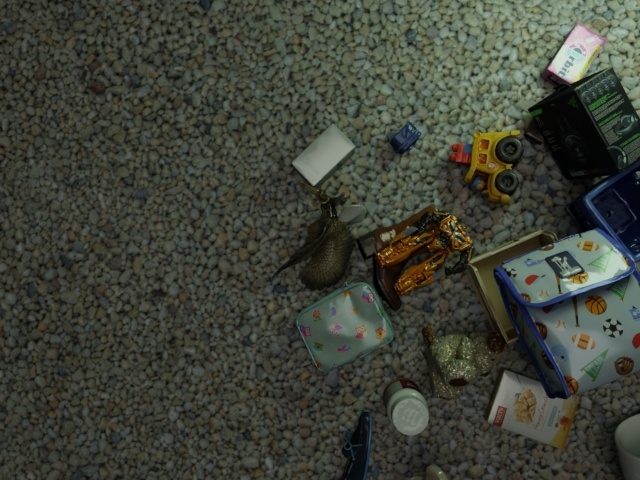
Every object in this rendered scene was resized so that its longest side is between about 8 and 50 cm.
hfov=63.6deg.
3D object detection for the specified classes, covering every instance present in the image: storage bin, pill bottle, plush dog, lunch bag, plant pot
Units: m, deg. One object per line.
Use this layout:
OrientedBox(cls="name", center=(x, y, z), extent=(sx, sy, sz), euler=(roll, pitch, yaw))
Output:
OrientedBox(cls="storage bin", center=(0.614, 0.133, 1.565), extent=(0.262, 0.123, 0.260), euler=(-24, 87, 2))
OrientedBox(cls="pill bottle", center=(0.251, 0.486, 1.515), extent=(0.121, 0.221, 0.121), euler=(0, 87, 2))
OrientedBox(cls="plush dog", center=(0.435, 0.338, 1.532), extent=(0.225, 0.262, 0.211), euler=(-10, 60, -5))
OrientedBox(cls="lunch bag", center=(0.269, -0.316, 1.631), extent=(0.065, 0.067, 0.098), euler=(44, 91, 4))
OrientedBox(cls="lunch bag", center=(0.692, 0.186, 1.390), extent=(0.327, 0.239, 0.386), euler=(-21, 71, 2))
OrientedBox(cls="plant pot", center=(0.887, -0.085, 1.518), extent=(0.236, 0.212, 0.236), euler=(-36, 86, 1))
OrientedBox(cls="lunch bag", center=(0.078, 0.251, 1.578), extent=(0.279, 0.108, 0.224), euler=(-28, 84, 10))

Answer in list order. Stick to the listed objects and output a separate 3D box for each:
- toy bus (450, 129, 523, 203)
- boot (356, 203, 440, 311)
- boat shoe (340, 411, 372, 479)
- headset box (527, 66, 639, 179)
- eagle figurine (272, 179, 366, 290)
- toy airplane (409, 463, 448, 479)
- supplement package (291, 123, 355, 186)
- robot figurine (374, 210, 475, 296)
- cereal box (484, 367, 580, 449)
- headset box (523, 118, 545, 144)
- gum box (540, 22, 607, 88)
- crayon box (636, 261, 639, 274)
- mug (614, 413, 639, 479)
OrientedBox(cls="toy bus", center=(0.504, -0.226, 1.587), extent=(0.211, 0.149, 0.220), euler=(7, 90, 16))
OrientedBox(cls="boot", center=(0.287, 0.056, 1.620), extent=(0.280, 0.096, 0.264), euler=(-22, 80, -6))
OrientedBox(cls="boat shoe", center=(0.104, 0.651, 1.574), extent=(0.089, 0.109, 0.258), euler=(9, 86, 7))
OrientedBox(cls="headset box", center=(0.770, -0.335, 1.495), extent=(0.131, 0.246, 0.283), euler=(-32, 97, -5))
OrientedBox(cls="eagle figurine", center=(-0.004, 0.001, 1.576), extent=(0.226, 0.225, 0.298), euler=(15, 77, -7))
OrientedBox(cls="toy airplane", center=(0.354, 0.858, 1.469), extent=(0.384, 0.272, 0.386), euler=(43, 123, 16))
OrientedBox(cls="supplement package", center=(0.011, -0.259, 1.622), extent=(0.179, 0.105, 0.105), euler=(-44, 86, 1))
OrientedBox(cls="robot figurine", center=(0.321, 0.032, 1.535), extent=(0.291, 0.085, 0.211), euler=(-31, 79, -9))
OrientedBox(cls="cereal box", center=(0.646, 0.512, 1.582), extent=(0.240, 0.047, 0.173), euler=(18, 88, 3))
OrientedBox(cls="headset box", center=(0.687, -0.347, 1.630), extent=(0.062, 0.032, 0.083), euler=(31, 88, 4))
OrientedBox(cls="gum box", center=(0.790, -0.567, 1.620), extent=(0.107, 0.062, 0.188), euler=(34, 89, 4))
OrientedBox(cls="crayon box", center=(1.018, 0.207, 1.487), extent=(0.203, 0.083, 0.323), euler=(-11, 56, 5))
OrientedBox(cls="mug", center=(1.057, 0.678, 1.435), extent=(0.374, 0.276, 0.328), euler=(-16, 97, 11))
